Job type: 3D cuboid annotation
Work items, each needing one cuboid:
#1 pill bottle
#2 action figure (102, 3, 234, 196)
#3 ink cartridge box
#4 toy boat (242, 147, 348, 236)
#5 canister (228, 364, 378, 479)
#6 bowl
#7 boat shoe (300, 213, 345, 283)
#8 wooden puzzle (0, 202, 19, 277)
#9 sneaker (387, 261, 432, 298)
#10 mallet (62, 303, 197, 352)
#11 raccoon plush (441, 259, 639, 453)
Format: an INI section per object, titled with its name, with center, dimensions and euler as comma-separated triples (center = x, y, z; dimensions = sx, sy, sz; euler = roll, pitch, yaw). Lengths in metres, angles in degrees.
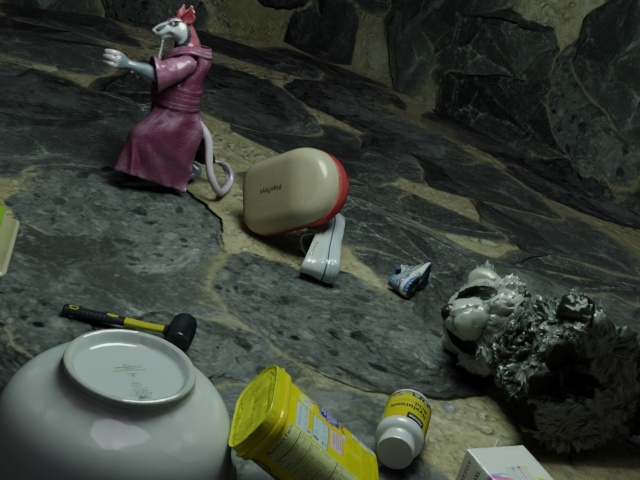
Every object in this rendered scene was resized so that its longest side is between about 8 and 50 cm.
[pill bottle]
center = 0.108, 0.250, 1.123
dimensions = 0.065, 0.065, 0.116
euler = 20, 23, 8
[action figure]
center = -0.278, -0.272, 1.669
dimensions = 0.275, 0.370, 0.248
euler = 18, 22, -2
[ink cartridge box]
center = 0.223, 0.315, 1.017
dimensions = 0.089, 0.092, 0.143
euler = 4, 24, -28
[toy boat]
center = -0.033, -0.086, 1.639
dimensions = 0.231, 0.151, 0.151
euler = -12, -15, 43
[canister]
center = -0.015, 0.237, 0.965
dimensions = 0.170, 0.073, 0.126
euler = 43, 16, -14
[bowl]
center = -0.220, 0.189, 0.932
dimensions = 0.297, 0.134, 0.298
euler = 14, 22, -6
[boat shoe]
center = 0.000, 0.000, 1.612
dimensions = 0.075, 0.083, 0.226
euler = 16, 23, -6
[wooden puzzle]
center = -0.539, -0.073, 1.262
dimensions = 0.239, 0.044, 0.221
euler = 53, 4, -27
[sneaker]
center = 0.171, 0.065, 1.634
dimensions = 0.058, 0.052, 0.135
euler = 22, 21, 22
[mallet]
center = -0.270, 0.120, 1.198
dimensions = 0.189, 0.039, 0.062
euler = 9, 25, -8
[raccoon plush]
center = 0.382, 0.217, 1.362
dimensions = 0.446, 0.216, 0.299
euler = 41, -1, -21
